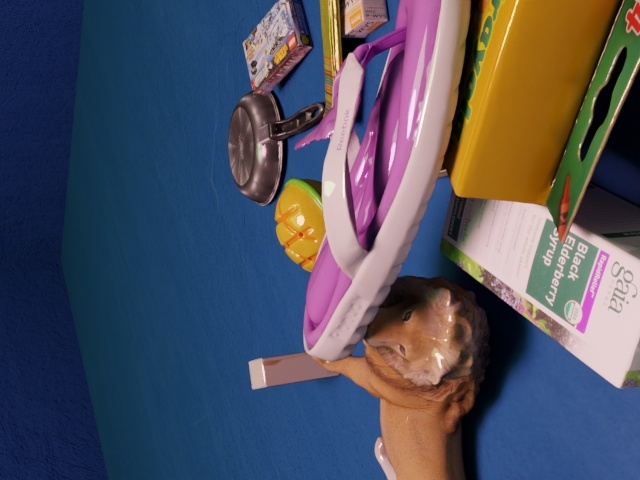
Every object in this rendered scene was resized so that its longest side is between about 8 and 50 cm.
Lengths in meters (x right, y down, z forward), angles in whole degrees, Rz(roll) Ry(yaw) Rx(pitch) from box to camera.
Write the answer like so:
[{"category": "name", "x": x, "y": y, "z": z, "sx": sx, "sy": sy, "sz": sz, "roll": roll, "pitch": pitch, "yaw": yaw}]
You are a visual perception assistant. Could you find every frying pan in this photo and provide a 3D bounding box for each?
[{"category": "frying pan", "x": -0.083, "y": -0.138, "z": 1.277, "sx": 0.326, "sy": 0.053, "sz": 0.197, "roll": -145, "pitch": 56, "yaw": -62}]

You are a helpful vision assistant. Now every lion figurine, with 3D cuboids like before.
[{"category": "lion figurine", "x": 0.104, "y": 0.214, "z": 0.884, "sx": 0.240, "sy": 0.142, "sz": 0.392, "roll": 12, "pitch": 118, "yaw": 55}]

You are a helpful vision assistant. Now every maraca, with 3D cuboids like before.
[{"category": "maraca", "x": 0.000, "y": 0.000, "z": 1.075, "sx": 0.127, "sy": 0.099, "sz": 0.185, "roll": 28, "pitch": 144, "yaw": 56}]

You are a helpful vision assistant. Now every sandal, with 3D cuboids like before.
[{"category": "sandal", "x": 0.027, "y": -0.055, "z": 0.696, "sx": 0.169, "sy": 0.102, "sz": 0.416, "roll": -99, "pitch": 21, "yaw": -56}]

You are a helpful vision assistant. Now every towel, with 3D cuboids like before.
[{"category": "towel", "x": 0.008, "y": -0.267, "z": 1.039, "sx": 0.102, "sy": 0.021, "sz": 0.237, "roll": -122, "pitch": 28, "yaw": -72}]

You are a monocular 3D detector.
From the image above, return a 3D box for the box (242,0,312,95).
[{"category": "box", "x": -0.067, "y": -0.293, "z": 1.211, "sx": 0.137, "sy": 0.027, "sz": 0.094, "roll": -34, "pitch": 61, "yaw": 49}]

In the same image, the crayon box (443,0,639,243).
[{"category": "crayon box", "x": 0.147, "y": -0.170, "z": 0.640, "sx": 0.318, "sy": 0.081, "sz": 0.202, "roll": -97, "pitch": 16, "yaw": -55}]

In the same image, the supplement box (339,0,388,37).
[{"category": "supplement box", "x": 0.048, "y": -0.306, "z": 0.992, "sx": 0.062, "sy": 0.036, "sz": 0.098, "roll": 161, "pitch": 103, "yaw": -64}]

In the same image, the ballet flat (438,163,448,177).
[{"category": "ballet flat", "x": 0.132, "y": -0.098, "z": 0.836, "sx": 0.168, "sy": 0.052, "sz": 0.057, "roll": -11, "pitch": 84, "yaw": 64}]

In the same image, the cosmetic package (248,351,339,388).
[{"category": "cosmetic package", "x": -0.038, "y": 0.182, "z": 1.148, "sx": 0.060, "sy": 0.115, "sz": 0.041, "roll": -27, "pitch": 69, "yaw": 61}]

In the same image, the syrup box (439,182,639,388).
[{"category": "syrup box", "x": 0.205, "y": 0.013, "z": 0.656, "sx": 0.237, "sy": 0.096, "sz": 0.093, "roll": -135, "pitch": 48, "yaw": -54}]
